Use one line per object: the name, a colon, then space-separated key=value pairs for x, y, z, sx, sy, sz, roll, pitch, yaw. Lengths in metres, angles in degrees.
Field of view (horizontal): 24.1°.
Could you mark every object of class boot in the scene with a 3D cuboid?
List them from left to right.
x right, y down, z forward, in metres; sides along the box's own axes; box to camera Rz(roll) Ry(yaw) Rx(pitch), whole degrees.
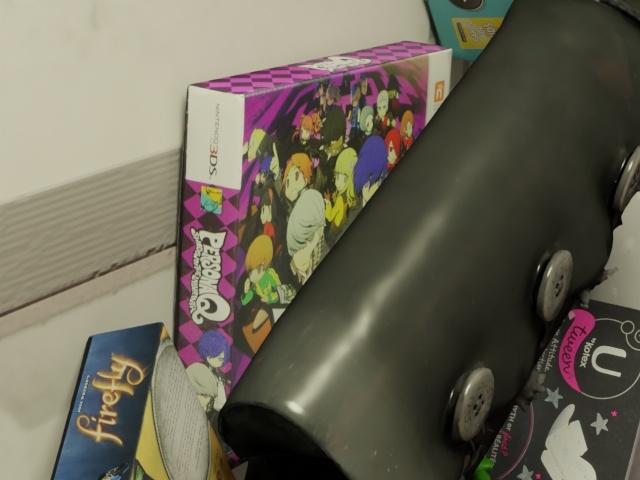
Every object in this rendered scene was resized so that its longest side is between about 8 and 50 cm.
boot: x=0.088 y=-0.072 z=0.789 sx=0.445 sy=0.146 sz=0.367 roll=-50 pitch=141 yaw=-19

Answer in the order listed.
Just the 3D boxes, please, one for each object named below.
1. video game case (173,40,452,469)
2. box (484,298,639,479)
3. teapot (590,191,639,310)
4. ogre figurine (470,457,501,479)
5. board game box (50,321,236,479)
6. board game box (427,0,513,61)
video game case: x=0.000 y=0.000 z=0.870 sx=0.232 sy=0.042 sz=0.210 roll=-20 pitch=119 yaw=-55
box: x=0.203 y=0.177 z=1.185 sx=0.163 sy=0.142 sz=0.247 roll=25 pitch=80 yaw=-59
teapot: x=0.366 y=0.037 z=1.359 sx=0.252 sy=0.187 sz=0.256 roll=18 pitch=85 yaw=-62
ogre figurine: x=0.071 y=0.197 z=1.027 sx=0.197 sy=0.097 sz=0.118 roll=62 pitch=29 yaw=-69
board game box: x=-0.080 y=0.180 z=0.686 sx=0.243 sy=0.042 sz=0.165 roll=-84 pitch=159 yaw=-52
board game box: x=0.152 y=-0.319 z=0.966 sx=0.336 sy=0.079 sz=0.254 roll=-58 pitch=146 yaw=-28
